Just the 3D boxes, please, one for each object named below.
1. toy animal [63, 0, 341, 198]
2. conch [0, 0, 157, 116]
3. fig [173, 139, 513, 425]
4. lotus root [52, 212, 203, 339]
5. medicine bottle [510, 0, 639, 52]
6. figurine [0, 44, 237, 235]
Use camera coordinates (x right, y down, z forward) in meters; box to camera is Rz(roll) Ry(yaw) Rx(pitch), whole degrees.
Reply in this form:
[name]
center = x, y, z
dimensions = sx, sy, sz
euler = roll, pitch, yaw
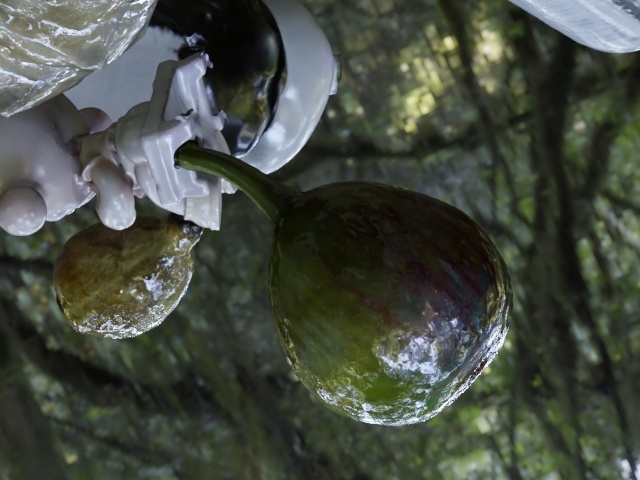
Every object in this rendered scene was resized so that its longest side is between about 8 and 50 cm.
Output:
[toy animal]
center = -0.116, -0.185, 1.665
dimensions = 0.251, 0.251, 0.310
euler = -15, -169, 35
[conch]
center = -0.180, -0.197, 0.988
dimensions = 0.186, 0.263, 0.324
euler = 23, -157, 18
[fig]
center = 0.000, 0.000, 0.880
dimensions = 0.149, 0.245, 0.149
euler = -42, 157, -22
[lotus root]
center = -0.209, 0.031, 1.645
dimensions = 0.214, 0.138, 0.138
euler = -39, -173, 38
[medicine bottle]
center = 0.182, -0.260, 1.164
dimensions = 0.165, 0.165, 0.273
euler = -15, 156, 38
[figurine]
center = -0.204, -0.068, 1.175
dimensions = 0.256, 0.144, 0.182
euler = -5, -128, 8
